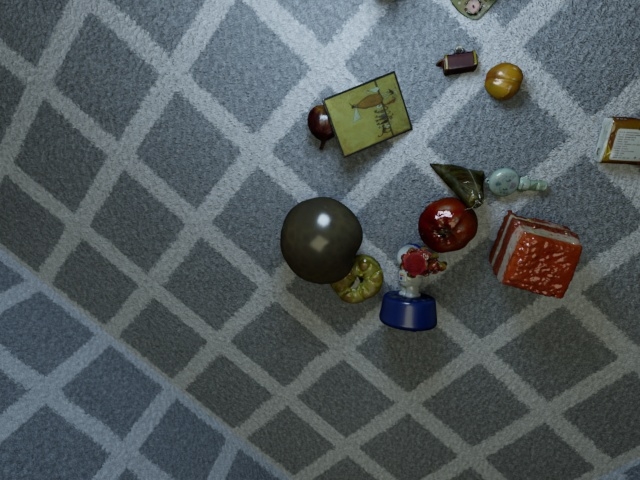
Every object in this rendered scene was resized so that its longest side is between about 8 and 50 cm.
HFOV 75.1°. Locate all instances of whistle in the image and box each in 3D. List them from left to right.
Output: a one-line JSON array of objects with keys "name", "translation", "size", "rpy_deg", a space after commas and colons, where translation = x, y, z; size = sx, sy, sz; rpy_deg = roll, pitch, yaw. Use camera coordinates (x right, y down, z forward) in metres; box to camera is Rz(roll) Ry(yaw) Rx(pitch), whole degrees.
[{"name": "whistle", "translation": [0.832, -0.246, 1.779], "size": [0.258, 0.067, 0.126], "rpy_deg": [7, 124, 3]}]

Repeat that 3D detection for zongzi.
[{"name": "zongzi", "translation": [0.564, -0.232, 1.740], "size": [0.241, 0.247, 0.111], "rpy_deg": [16, 129, 6]}]

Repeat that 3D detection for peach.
[{"name": "peach", "translation": [0.709, -0.620, 1.624], "size": [0.138, 0.138, 0.138], "rpy_deg": [3, 111, 9]}]

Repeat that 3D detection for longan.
[{"name": "longan", "translation": [0.000, 0.000, 1.874], "size": [0.405, 0.336, 0.404], "rpy_deg": [4, 110, 12]}]

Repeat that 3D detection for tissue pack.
[{"name": "tissue pack", "translation": [1.225, -0.389, 1.637], "size": [0.226, 0.092, 0.183], "rpy_deg": [6, 111, 9]}]

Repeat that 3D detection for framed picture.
[{"name": "framed picture", "translation": [0.201, -0.525, 1.738], "size": [0.339, 0.014, 0.255], "rpy_deg": [-24, 106, -8]}]

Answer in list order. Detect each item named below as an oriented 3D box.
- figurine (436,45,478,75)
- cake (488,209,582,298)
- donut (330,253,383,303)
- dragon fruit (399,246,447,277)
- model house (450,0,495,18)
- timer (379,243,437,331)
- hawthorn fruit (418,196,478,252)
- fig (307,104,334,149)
[{"name": "figurine", "translation": [0.539, -0.716, 1.652], "size": [0.154, 0.082, 0.098], "rpy_deg": [-2, 96, 12]}, {"name": "cake", "translation": [0.895, 0.056, 1.741], "size": [0.270, 0.319, 0.270], "rpy_deg": [14, 113, 7]}, {"name": "donut", "translation": [0.182, 0.188, 2.025], "size": [0.261, 0.128, 0.208], "rpy_deg": [-31, 103, 19]}, {"name": "dragon fruit", "translation": [0.451, 0.098, 1.803], "size": [0.208, 0.150, 0.133], "rpy_deg": [6, 116, -7]}, {"name": "model house", "translation": [0.544, -0.979, 1.506], "size": [0.294, 0.154, 0.207], "rpy_deg": [43, 110, -8]}, {"name": "timer", "translation": [0.422, 0.205, 1.947], "size": [0.271, 0.270, 0.383], "rpy_deg": [5, 97, 9]}, {"name": "hawthorn fruit", "translation": [0.544, -0.051, 1.776], "size": [0.254, 0.300, 0.254], "rpy_deg": [4, 110, 12]}, {"name": "fig", "translation": [0.012, -0.494, 1.785], "size": [0.149, 0.148, 0.202], "rpy_deg": [15, 102, -32]}]
